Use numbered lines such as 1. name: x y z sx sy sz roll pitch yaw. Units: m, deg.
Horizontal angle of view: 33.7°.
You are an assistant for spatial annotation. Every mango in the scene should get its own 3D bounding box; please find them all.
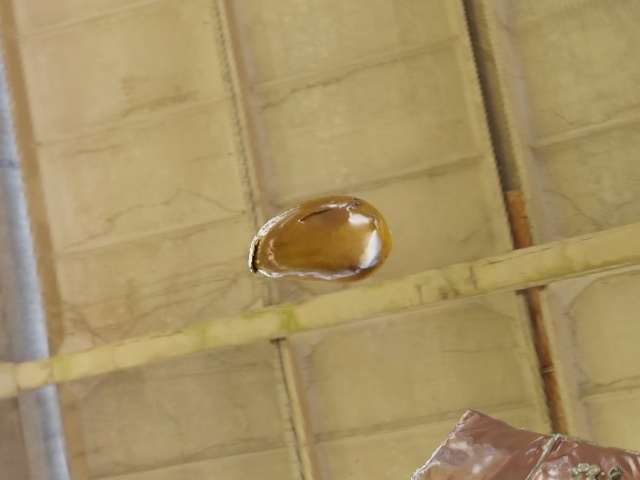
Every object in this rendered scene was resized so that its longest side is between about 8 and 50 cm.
1. mango: 0.000 0.000 0.904 0.127 0.063 0.077 -7 -111 -11

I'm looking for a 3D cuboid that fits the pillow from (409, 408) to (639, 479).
1. pillow: 0.196 0.230 0.994 0.233 0.126 0.043 8 -47 44
